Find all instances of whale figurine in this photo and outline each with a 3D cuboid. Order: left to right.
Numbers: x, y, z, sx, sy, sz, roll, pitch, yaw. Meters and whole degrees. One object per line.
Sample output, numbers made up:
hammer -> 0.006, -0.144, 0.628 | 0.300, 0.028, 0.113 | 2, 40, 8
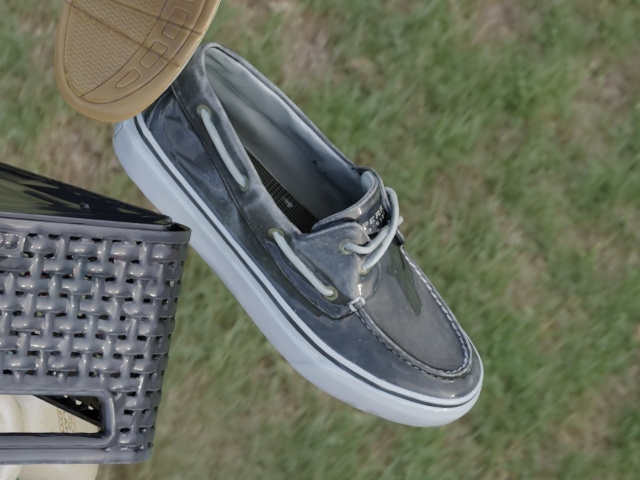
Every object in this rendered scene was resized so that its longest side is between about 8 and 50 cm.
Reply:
whale figurine -> -0.306, 0.180, 1.861 | 0.141, 0.272, 0.216 | -8, 91, 8

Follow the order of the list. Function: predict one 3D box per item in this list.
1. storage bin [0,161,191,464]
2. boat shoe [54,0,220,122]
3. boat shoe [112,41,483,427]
storage bin -> -0.145, 0.015, 0.684 | 0.122, 0.180, 0.084 | 5, 97, -42
boat shoe -> -0.098, -0.211, 1.318 | 0.098, 0.096, 0.277 | 24, 97, -3
boat shoe -> 0.000, 0.000, 1.365 | 0.335, 0.119, 0.121 | 41, 44, -9
